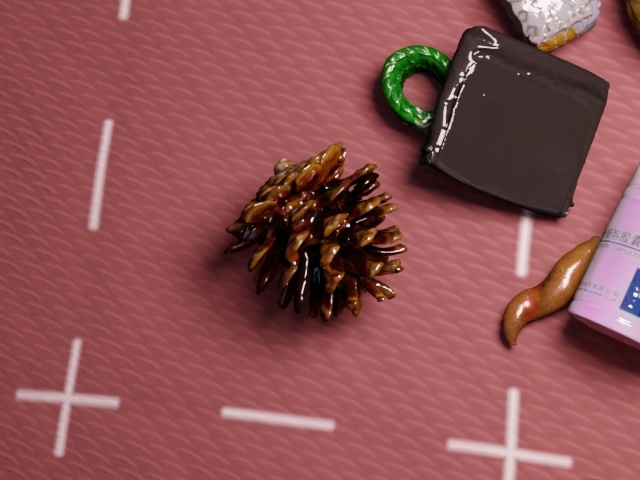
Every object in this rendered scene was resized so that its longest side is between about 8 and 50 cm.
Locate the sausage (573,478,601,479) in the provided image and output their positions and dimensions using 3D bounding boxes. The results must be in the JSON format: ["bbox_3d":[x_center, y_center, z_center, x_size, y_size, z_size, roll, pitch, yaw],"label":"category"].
[{"bbox_3d":[0.355,0.430,1.389,0.233,0.287,0.233,-3,78,13],"label":"sausage"}]

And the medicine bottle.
[{"bbox_3d":[0.465,0.019,1.488,0.152,0.152,0.254,25,88,14],"label":"medicine bottle"}]

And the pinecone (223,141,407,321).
[{"bbox_3d":[0.004,-0.003,1.536,0.264,0.264,0.264,-2,82,12],"label":"pinecone"}]

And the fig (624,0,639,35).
[{"bbox_3d":[0.532,-0.391,1.427,0.286,0.368,0.286,-2,84,22],"label":"fig"}]

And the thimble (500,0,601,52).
[{"bbox_3d":[0.332,-0.360,1.578,0.117,0.127,0.151,-29,83,8],"label":"thimble"}]

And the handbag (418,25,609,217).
[{"bbox_3d":[0.281,-0.170,1.560,0.246,0.080,0.223,20,90,-13],"label":"handbag"}]

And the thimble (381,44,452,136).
[{"bbox_3d":[0.156,-0.227,1.617,0.118,0.090,0.130,-12,81,9],"label":"thimble"}]

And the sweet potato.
[{"bbox_3d":[0.340,0.071,1.557,0.202,0.058,0.055,-42,97,3],"label":"sweet potato"}]
